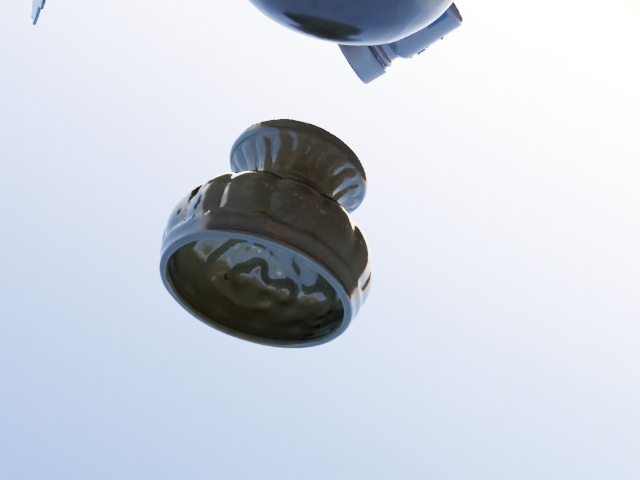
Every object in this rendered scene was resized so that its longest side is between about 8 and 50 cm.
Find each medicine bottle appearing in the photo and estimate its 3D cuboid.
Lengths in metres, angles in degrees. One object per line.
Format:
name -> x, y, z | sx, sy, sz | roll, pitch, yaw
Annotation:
medicine bottle -> 0.109, -0.307, 1.344 | 0.105, 0.168, 0.105 | 53, -164, -23

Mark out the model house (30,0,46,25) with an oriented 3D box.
model house -> -0.552, -0.600, 1.782 | 0.243, 0.357, 0.312 | 16, -146, -26

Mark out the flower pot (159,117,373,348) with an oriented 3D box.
flower pot -> -0.058, -0.014, 1.353 | 0.307, 0.307, 0.244 | 29, -126, -14

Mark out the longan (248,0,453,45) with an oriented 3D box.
longan -> 0.024, -0.371, 1.048 | 0.319, 0.319, 0.319 | 29, -155, -15
